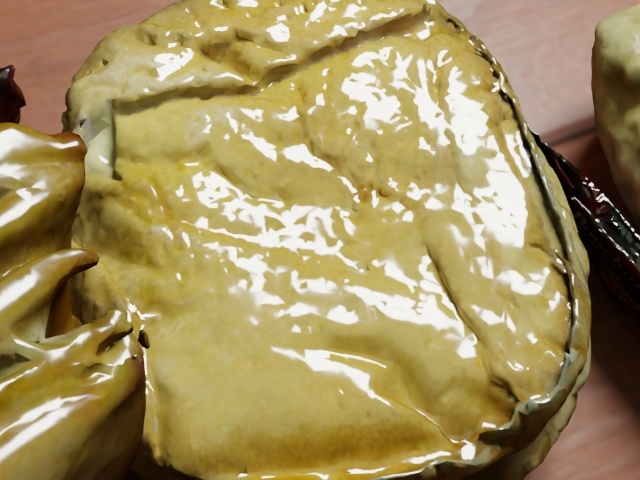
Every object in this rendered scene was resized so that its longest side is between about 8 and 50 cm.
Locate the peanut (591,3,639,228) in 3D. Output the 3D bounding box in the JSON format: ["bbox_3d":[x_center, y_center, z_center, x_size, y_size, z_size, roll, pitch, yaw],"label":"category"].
[{"bbox_3d":[0.266,-0.017,0.535,0.152,0.152,0.313,-33,65,-21],"label":"peanut"}]

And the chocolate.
[{"bbox_3d":[0.165,0.010,0.546,0.028,0.086,0.182,-35,73,1],"label":"chocolate"}]

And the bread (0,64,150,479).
[{"bbox_3d":[-0.182,0.113,0.326,0.167,0.277,0.324,29,45,1],"label":"bread"}]

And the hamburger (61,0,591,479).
[{"bbox_3d":[0.001,0.001,0.493,0.259,0.145,0.283,-4,68,-5],"label":"hamburger"}]
